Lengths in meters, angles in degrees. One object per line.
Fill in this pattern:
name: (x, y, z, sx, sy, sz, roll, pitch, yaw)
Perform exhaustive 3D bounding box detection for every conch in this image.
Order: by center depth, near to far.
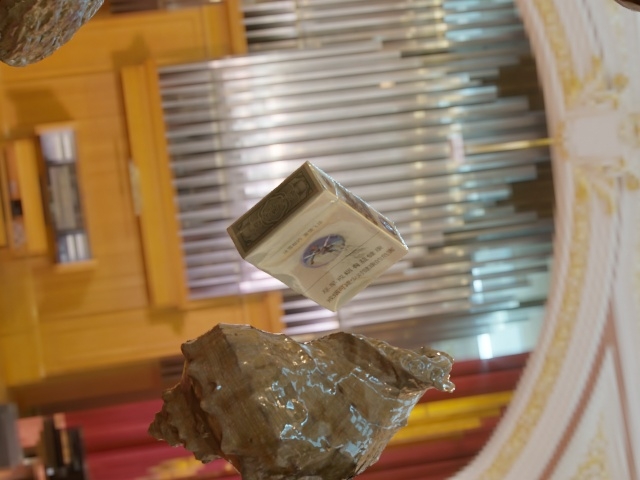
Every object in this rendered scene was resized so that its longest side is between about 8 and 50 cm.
conch: (-0.020, 0.194, 1.512, 0.263, 0.324, 0.186, 67, 28, -78)

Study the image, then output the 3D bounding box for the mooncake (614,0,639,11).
mooncake: (0.318, -0.296, 1.041, 0.290, 0.161, 0.290, 7, -79, 37)

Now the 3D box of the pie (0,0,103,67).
pie: (-0.266, -0.260, 1.407, 0.079, 0.193, 0.163, 40, 0, -3)

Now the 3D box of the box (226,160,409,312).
box: (0.000, 0.000, 2.117, 0.256, 0.164, 0.069, 34, 21, -50)
